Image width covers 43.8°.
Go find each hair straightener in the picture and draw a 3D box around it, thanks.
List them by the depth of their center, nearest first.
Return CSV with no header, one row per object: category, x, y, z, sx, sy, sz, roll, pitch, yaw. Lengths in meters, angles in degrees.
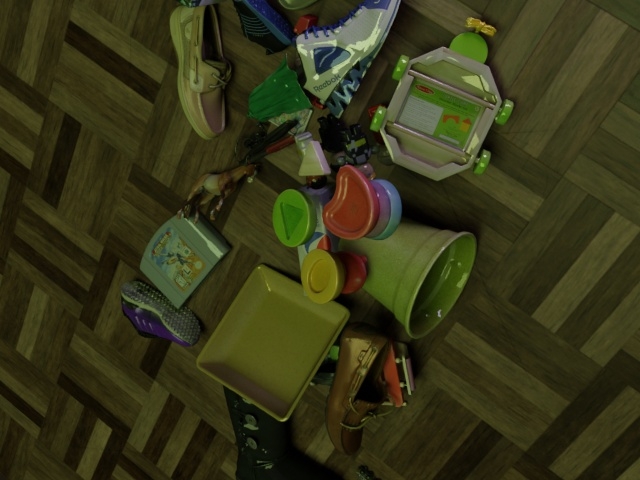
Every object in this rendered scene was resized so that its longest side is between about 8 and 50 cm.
hair straightener,-0.143,-0.256,2.029,0.230,0.047,0.089,-25,74,43

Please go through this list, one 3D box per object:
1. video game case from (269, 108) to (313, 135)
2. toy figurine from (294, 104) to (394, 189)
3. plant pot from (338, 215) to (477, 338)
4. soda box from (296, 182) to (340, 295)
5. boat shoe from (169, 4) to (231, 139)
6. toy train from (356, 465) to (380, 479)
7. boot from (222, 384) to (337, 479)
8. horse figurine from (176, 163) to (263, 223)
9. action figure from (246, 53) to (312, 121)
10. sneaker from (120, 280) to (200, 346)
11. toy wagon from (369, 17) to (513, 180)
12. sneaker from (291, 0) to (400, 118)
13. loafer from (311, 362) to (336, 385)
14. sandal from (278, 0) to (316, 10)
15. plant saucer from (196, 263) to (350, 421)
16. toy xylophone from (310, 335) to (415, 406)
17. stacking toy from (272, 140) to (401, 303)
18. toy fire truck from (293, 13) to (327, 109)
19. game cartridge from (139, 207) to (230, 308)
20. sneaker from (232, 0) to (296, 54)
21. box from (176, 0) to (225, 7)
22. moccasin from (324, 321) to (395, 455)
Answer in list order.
video game case,-0.083,-0.318,1.988,0.122,0.011,0.087,32,123,13
toy figurine,0.062,-0.207,1.838,0.213,0.209,0.148,-5,114,31
plant pot,0.186,0.049,1.872,0.254,0.276,0.276,31,124,28
soda box,0.000,0.000,2.031,0.091,0.098,0.286,4,112,27
boat shoe,-0.287,-0.421,1.989,0.110,0.122,0.341,-1,109,30
toy train,0.165,0.710,2.296,0.158,0.027,0.036,42,135,6
boot,-0.111,0.550,2.320,0.367,0.146,0.444,6,110,25
horse figurine,-0.287,-0.126,2.117,0.263,0.174,0.066,-11,136,45
action figure,-0.111,-0.348,1.935,0.232,0.064,0.137,-21,91,48
sneaker,-0.489,0.251,2.418,0.293,0.102,0.146,33,127,18
toy wagon,0.277,-0.306,1.717,0.267,0.068,0.344,23,101,-3
sneaker,0.040,-0.442,1.750,0.182,0.127,0.315,29,113,-4
loafer,-0.016,0.362,2.122,0.170,0.062,0.061,3,117,30
sandal,0.011,-0.603,1.764,0.303,0.086,0.120,-30,95,35
plant saucer,-0.116,0.272,2.115,0.333,0.081,0.332,25,77,32
toy xylophone,0.119,0.360,2.133,0.323,0.081,0.236,-9,107,32
stacking toy,0.042,-0.047,1.759,0.279,0.130,0.309,53,128,33
toy fire truck,-0.013,-0.421,1.883,0.135,0.047,0.192,30,123,15
game cartridge,-0.403,0.046,2.302,0.198,0.062,0.297,43,125,1
sneaker,-0.160,-0.521,1.849,0.091,0.081,0.232,-22,132,32
box,-0.205,-0.686,1.759,0.059,0.232,0.321,29,123,16
moccasin,0.108,0.391,2.029,0.147,0.139,0.379,23,112,29
